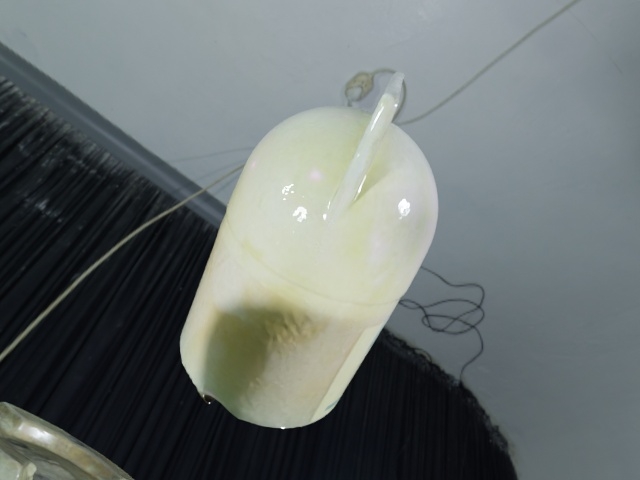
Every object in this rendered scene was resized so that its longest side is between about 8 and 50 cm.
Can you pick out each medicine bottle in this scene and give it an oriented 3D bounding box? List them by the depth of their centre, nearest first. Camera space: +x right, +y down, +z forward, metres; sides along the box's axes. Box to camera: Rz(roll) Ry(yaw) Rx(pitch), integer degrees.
[{"bbox_3d":[0.000,0.000,0.620,0.236,0.235,0.406,24,116,-6],"label":"medicine bottle"}]

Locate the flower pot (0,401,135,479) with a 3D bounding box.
[{"bbox_3d":[-0.258,0.254,0.337,0.290,0.259,0.290,28,159,12],"label":"flower pot"}]
